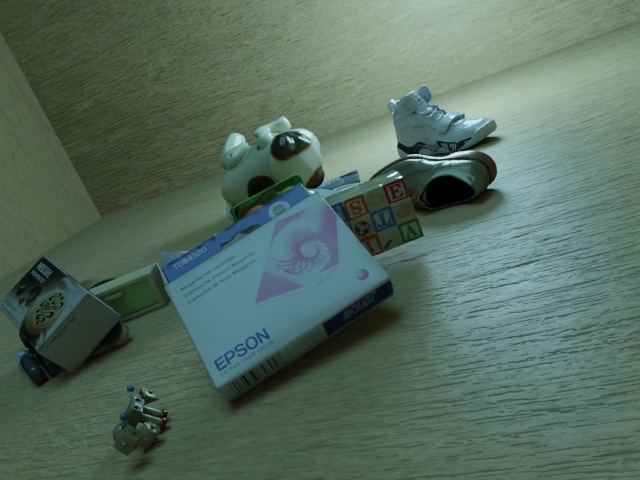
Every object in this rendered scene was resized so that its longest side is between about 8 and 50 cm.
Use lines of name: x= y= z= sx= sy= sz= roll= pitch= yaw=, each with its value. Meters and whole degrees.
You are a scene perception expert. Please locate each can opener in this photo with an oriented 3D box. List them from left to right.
can opener: x=-0.722 y=0.287 z=1.477 sx=0.074 sy=0.093 sz=0.280 roll=-32 pitch=23 yaw=-28

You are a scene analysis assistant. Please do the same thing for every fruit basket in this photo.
fruit basket: x=-0.087 y=-0.056 z=1.614 sx=0.327 sy=0.165 sz=0.353 roll=-31 pitch=27 yaw=-25

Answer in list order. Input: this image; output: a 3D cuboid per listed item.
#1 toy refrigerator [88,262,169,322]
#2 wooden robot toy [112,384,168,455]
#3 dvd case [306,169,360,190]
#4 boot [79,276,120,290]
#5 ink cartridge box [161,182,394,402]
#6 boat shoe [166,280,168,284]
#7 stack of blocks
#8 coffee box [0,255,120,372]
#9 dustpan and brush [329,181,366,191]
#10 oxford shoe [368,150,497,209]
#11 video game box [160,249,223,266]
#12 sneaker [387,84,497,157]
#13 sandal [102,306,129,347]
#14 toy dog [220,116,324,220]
toy refrigerator: x=-0.548 y=0.165 z=1.587 sx=0.269 sy=0.102 sz=0.094 roll=-21 pitch=17 yaw=6
wooden robot toy: x=-0.292 y=0.299 z=0.930 sx=0.079 sy=0.076 sz=0.173 roll=-58 pitch=16 yaw=6
dvd case: x=0.030 y=-0.186 z=2.053 sx=0.221 sy=0.018 sz=0.164 roll=-21 pitch=16 yaw=8
boot: x=-0.702 y=0.160 z=1.840 sx=0.236 sy=0.089 sz=0.269 roll=-26 pitch=15 yaw=-10
ink cartridge box: x=-0.097 y=0.056 z=1.026 sx=0.324 sy=0.071 sz=0.330 roll=-33 pitch=54 yaw=-9
boat shoe: x=-0.422 y=0.110 z=1.655 sx=0.178 sy=0.064 sz=0.060 roll=-17 pitch=16 yaw=14
stack of blocks: x=0.048 y=-0.004 z=1.186 sx=0.297 sy=0.171 sz=0.087 roll=-22 pitch=16 yaw=2
coffee box: x=-0.640 y=0.172 z=1.438 sx=0.297 sy=0.119 sz=0.168 roll=23 pitch=68 yaw=44
dustpan and brush: x=0.056 y=-0.141 z=1.796 sx=0.211 sy=0.060 sz=0.147 roll=-15 pitch=18 yaw=27
oxford shoe: x=0.241 y=-0.135 z=1.431 sx=0.348 sy=0.123 sz=0.130 roll=-10 pitch=26 yaw=41
video game box: x=-0.306 y=0.048 z=1.555 sx=0.187 sy=0.048 sz=0.205 roll=-4 pitch=1 yaw=-27
sneaker: x=0.370 y=-0.388 z=1.883 sx=0.366 sy=0.210 sz=0.137 roll=-5 pitch=25 yaw=48
sandal: x=-0.534 y=0.216 z=1.482 sx=0.240 sy=0.079 sz=0.088 roll=22 pitch=75 yaw=42
toy dog: x=-0.170 y=-0.268 z=2.095 sx=0.408 sy=0.284 sz=0.395 roll=-15 pitch=32 yaw=43
